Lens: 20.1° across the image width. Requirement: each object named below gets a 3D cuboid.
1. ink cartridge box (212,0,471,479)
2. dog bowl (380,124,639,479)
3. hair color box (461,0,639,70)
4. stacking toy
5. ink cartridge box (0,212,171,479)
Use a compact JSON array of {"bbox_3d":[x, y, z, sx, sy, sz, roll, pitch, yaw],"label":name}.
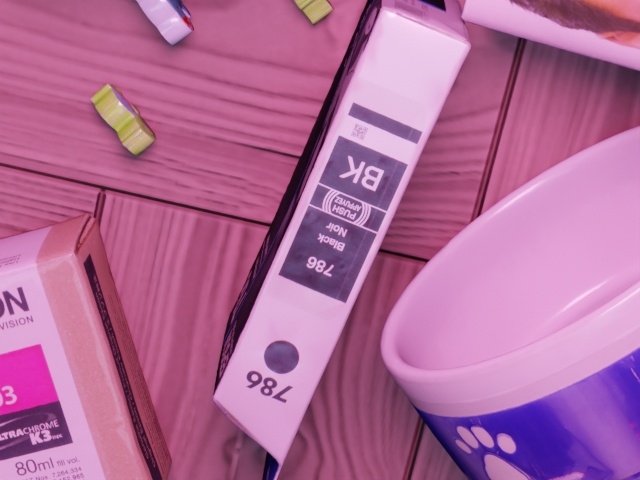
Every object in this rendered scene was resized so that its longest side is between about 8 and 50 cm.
[{"bbox_3d":[0.000,0.000,1.146,0.065,0.165,0.333,21,105,-5],"label":"ink cartridge box"},{"bbox_3d":[0.173,0.038,1.101,0.265,0.265,0.104,-32,106,10],"label":"dog bowl"},{"bbox_3d":[0.290,-0.177,1.058,0.374,0.113,0.185,17,117,10],"label":"hair color box"},{"bbox_3d":[-0.124,-0.182,1.153,0.167,0.052,0.221,-37,103,12],"label":"stacking toy"},{"bbox_3d":[-0.240,0.109,1.225,0.234,0.088,0.193,-15,107,7],"label":"ink cartridge box"}]
